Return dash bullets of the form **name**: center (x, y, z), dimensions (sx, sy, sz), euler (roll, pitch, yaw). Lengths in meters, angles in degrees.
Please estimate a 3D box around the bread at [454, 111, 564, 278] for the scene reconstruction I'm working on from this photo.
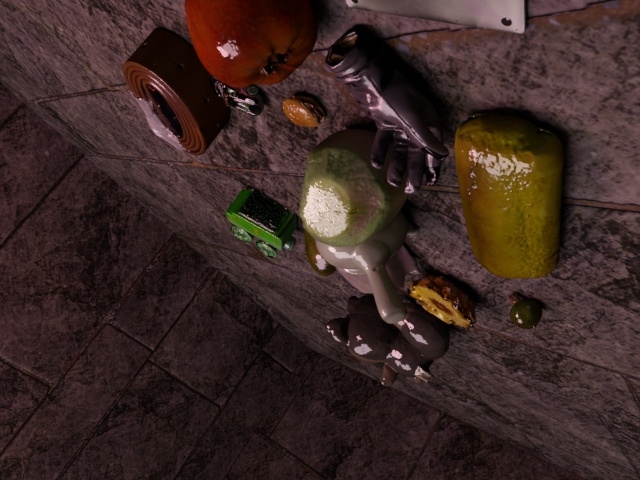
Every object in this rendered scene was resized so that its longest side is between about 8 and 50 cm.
- **bread**: center (0.309, -0.049, 0.935), dimensions (0.166, 0.112, 0.383), euler (24, 159, 32)

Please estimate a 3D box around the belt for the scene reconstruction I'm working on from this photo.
- **belt**: center (-0.339, -0.335, 1.342), dimensions (0.217, 0.122, 0.338), euler (29, 162, 14)

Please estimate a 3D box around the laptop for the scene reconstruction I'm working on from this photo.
- **laptop**: center (0.115, -0.341, 0.676), dimensions (0.269, 0.015, 0.187), euler (23, 160, 31)

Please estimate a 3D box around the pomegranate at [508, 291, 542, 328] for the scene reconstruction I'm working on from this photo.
- **pomegranate**: center (0.462, 0.164, 1.291), dimensions (0.085, 0.073, 0.073), euler (27, 161, 21)

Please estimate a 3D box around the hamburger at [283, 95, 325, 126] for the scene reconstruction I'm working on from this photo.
- **hamburger**: center (-0.034, -0.257, 1.123), dimensions (0.083, 0.044, 0.076), euler (20, 157, 46)

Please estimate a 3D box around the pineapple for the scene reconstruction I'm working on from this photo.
- **pineapple**: center (0.330, 0.153, 1.497), dimensions (0.225, 0.076, 0.225), euler (34, 164, 11)

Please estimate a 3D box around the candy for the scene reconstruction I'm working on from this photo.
- **candy**: center (0.128, 0.042, 1.471), dimensions (0.195, 0.137, 0.185), euler (47, 159, -30)

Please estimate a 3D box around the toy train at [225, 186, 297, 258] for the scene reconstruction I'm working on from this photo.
- **toy train**: center (-0.188, -0.056, 1.806), dimensions (0.243, 0.132, 0.188), euler (29, 157, 10)

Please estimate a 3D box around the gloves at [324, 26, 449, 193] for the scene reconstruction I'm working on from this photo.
- **gloves**: center (0.116, -0.200, 0.891), dimensions (0.285, 0.119, 0.142), euler (59, 164, -25)

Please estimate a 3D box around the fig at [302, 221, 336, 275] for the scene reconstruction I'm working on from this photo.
- **fig**: center (0.003, 0.010, 1.615), dimensions (0.185, 0.133, 0.126), euler (48, -166, -26)

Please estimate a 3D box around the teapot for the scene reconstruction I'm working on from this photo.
- **teapot**: center (0.088, 0.029, 1.229), dimensions (0.220, 0.318, 0.149), euler (-2, 129, 19)

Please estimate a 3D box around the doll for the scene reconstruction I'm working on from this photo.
- **doll**: center (0.238, 0.285, 1.887), dimensions (0.382, 0.252, 0.378), euler (30, 130, 6)

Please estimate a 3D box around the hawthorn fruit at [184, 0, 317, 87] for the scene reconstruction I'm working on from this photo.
- **hawthorn fruit**: center (-0.117, -0.350, 0.851), dimensions (0.225, 0.197, 0.196), euler (59, 163, 4)

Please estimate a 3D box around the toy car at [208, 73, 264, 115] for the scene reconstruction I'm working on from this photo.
- **toy car**: center (-0.186, -0.317, 1.221), dimensions (0.142, 0.055, 0.069), euler (30, 159, 9)

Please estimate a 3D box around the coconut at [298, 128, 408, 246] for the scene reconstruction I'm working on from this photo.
- **coconut**: center (0.063, -0.106, 1.093), dimensions (0.205, 0.236, 0.236), euler (-22, 127, 36)
